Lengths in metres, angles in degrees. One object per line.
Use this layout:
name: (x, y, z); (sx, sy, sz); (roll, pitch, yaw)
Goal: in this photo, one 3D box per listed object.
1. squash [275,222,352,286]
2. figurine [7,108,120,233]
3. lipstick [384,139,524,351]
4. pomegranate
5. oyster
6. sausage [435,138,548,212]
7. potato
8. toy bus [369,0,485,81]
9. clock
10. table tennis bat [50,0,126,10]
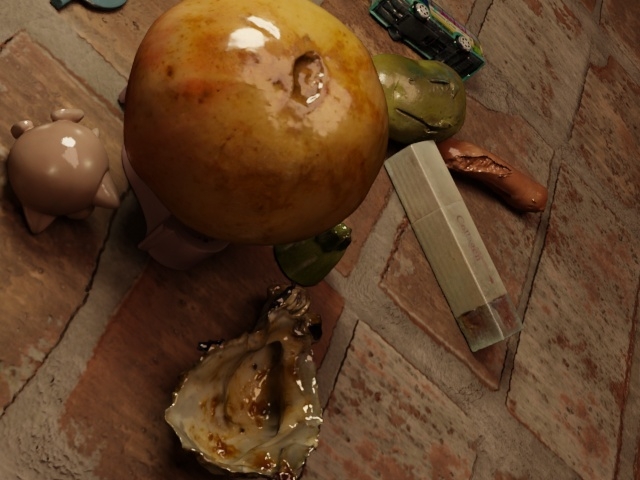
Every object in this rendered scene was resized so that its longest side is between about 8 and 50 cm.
squash: (0.008, -0.001, 1.364); (0.105, 0.132, 0.105); (20, 57, -33)
figurine: (-0.320, -0.087, 1.126); (0.125, 0.125, 0.138); (-22, 93, -47)
lipstick: (0.232, 0.007, 1.605); (0.076, 0.080, 0.371); (-17, 80, -46)
pomegranate: (-0.089, -0.151, 1.149); (0.338, 0.338, 0.338); (22, 54, -33)
oyster: (-0.081, 0.168, 1.188); (0.198, 0.133, 0.337); (40, 43, -16)
sausage: (0.330, -0.130, 1.780); (0.304, 0.078, 0.078); (25, 52, -31)
potato: (0.165, -0.255, 1.646); (0.248, 0.143, 0.169); (8, 48, -38)
toy bus: (0.217, -0.426, 1.837); (0.261, 0.091, 0.109); (32, 42, -28)
clock: (-0.141, -0.086, 1.316); (0.290, 0.080, 0.275); (11, 61, -37)
table tennis bat: (-0.339, -0.376, 1.344); (0.100, 0.019, 0.155); (49, 42, -10)
